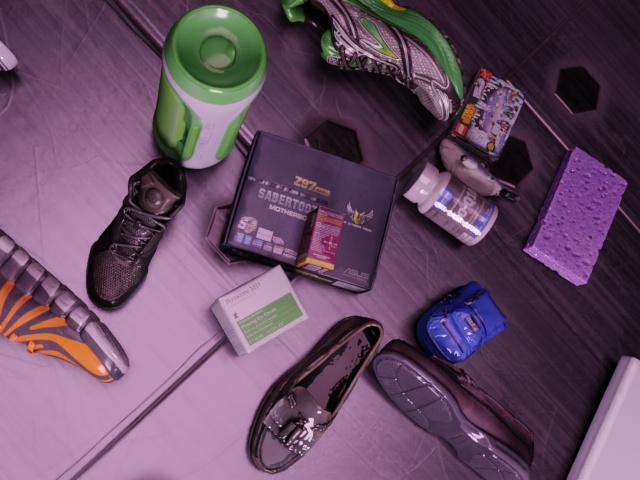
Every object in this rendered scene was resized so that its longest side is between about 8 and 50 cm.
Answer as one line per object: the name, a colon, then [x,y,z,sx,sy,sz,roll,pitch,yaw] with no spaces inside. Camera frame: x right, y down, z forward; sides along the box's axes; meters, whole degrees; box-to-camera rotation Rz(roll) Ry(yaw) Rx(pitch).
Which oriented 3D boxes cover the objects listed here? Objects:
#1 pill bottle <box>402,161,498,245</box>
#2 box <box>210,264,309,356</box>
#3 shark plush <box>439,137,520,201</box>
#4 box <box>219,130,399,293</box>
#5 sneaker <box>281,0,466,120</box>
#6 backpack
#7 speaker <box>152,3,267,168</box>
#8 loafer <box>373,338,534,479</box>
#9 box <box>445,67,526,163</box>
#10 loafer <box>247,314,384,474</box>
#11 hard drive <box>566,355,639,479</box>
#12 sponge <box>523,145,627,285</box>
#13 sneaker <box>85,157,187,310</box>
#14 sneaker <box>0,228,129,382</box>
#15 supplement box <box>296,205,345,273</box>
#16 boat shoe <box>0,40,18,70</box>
pill bottle: [0.203,-0.059,1.134,0.137,0.078,0.078,34,72,-7]
box: [-0.086,0.099,1.007,0.101,0.102,0.087,-29,86,-18]
shark plush: [0.266,-0.112,1.178,0.161,0.073,0.067,19,44,-7]
box: [-0.014,-0.040,1.078,0.233,0.059,0.183,19,74,-12]
sneaker: [0.083,-0.302,1.137,0.343,0.134,0.146,41,78,5]
backpack: [0.209,0.126,1.088,0.120,0.101,0.098,-33,82,-17]
speaker: [-0.152,-0.187,0.942,0.131,0.296,0.131,3,78,-15]
loafer: [0.203,0.243,1.073,0.302,0.109,0.095,44,52,-10]
box: [0.280,-0.210,1.213,0.094,0.027,0.137,28,73,-8]
loafer: [-0.005,0.210,1.016,0.096,0.084,0.267,40,71,-5]
hard drive: [0.505,0.368,1.143,0.203,0.040,0.307,32,77,-8]
sponge: [0.434,-0.043,1.222,0.117,0.031,0.210,31,72,-8]
sneaker: [-0.249,-0.017,0.971,0.087,0.130,0.227,30,75,-7]
sneaker: [-0.407,0.109,0.916,0.321,0.124,0.180,40,75,6]
supplement box: [0.000,0.000,1.014,0.043,0.055,0.083,16,78,-13]
boat shoe: [-0.523,-0.290,0.976,0.229,0.080,0.076,36,78,-5]
